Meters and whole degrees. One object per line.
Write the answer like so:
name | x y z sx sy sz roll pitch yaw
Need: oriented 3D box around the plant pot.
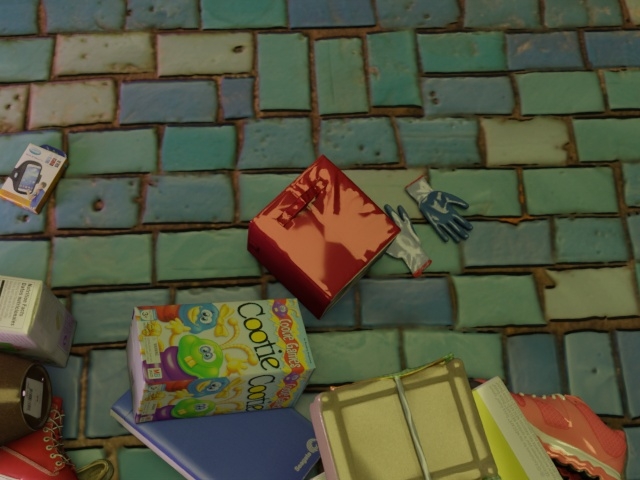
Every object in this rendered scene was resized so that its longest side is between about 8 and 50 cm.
plant pot | -0.562 0.257 1.268 0.231 0.215 0.215 -5 70 7

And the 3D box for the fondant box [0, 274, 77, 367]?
fondant box | -0.604 0.123 1.323 0.330 0.238 0.096 9 68 0

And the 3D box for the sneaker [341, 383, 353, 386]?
sneaker | 0.104 0.253 1.060 0.188 0.066 0.071 46 58 9

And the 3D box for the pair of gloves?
pair of gloves | 0.194 -0.033 1.534 0.198 0.023 0.159 -37 78 -13

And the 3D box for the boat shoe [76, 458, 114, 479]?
boat shoe | -0.420 0.419 1.327 0.153 0.048 0.056 -30 74 -13

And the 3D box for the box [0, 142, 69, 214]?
box | -0.548 -0.126 1.527 0.081 0.028 0.136 22 73 5

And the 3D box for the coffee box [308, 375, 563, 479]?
coffee box | 0.180 0.449 1.194 0.334 0.337 0.338 -26 74 -11

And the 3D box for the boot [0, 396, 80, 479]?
boot | -0.430 0.349 1.303 0.244 0.088 0.176 8 60 23

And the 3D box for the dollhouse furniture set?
dollhouse furniture set | 0.111 0.317 0.981 0.198 0.151 0.301 -13 71 -8

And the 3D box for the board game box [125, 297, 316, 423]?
board game box | -0.170 0.196 1.314 0.275 0.142 0.144 -2 53 -22

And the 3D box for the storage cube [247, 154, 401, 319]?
storage cube | 0.000 0.000 1.415 0.193 0.215 0.184 44 74 6

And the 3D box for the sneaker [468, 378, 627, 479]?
sneaker | 0.394 0.317 1.388 0.314 0.116 0.136 33 62 1

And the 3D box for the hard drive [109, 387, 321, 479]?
hard drive | -0.163 0.317 1.342 0.319 0.040 0.210 36 48 10
